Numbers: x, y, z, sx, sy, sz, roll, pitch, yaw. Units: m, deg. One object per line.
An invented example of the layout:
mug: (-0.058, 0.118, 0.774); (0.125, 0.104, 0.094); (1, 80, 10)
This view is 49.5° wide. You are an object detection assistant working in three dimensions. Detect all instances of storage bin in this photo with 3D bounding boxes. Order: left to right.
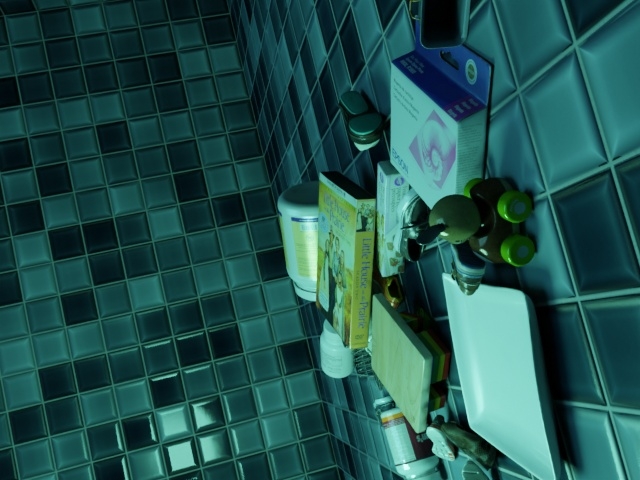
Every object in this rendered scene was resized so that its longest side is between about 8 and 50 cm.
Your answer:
storage bin: (0.201, -0.416, 1.209); (0.091, 0.098, 0.135); (-101, 6, -54)

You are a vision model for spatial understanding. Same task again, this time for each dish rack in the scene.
dish rack: (0.145, 0.358, 2.287); (0.208, 0.074, 0.271); (89, 164, -45)

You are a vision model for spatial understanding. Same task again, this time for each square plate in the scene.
square plate: (0.340, 0.238, 1.305); (0.347, 0.049, 0.344); (-167, 66, -77)

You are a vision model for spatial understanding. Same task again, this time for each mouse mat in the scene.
mouse mat: (0.271, 0.261, 1.759); (0.152, 0.007, 0.190); (-128, 29, -65)

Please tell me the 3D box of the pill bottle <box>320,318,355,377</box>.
pill bottle: (0.064, 0.386, 2.550); (0.131, 0.131, 0.229); (-115, 18, -47)

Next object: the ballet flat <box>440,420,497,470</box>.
ballet flat: (0.335, 0.448, 1.549); (0.084, 0.058, 0.250); (41, 174, -3)

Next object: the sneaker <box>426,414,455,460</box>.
sneaker: (0.310, 0.490, 1.723); (0.061, 0.065, 0.158); (10, 140, 31)

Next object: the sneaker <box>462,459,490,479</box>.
sneaker: (0.361, 0.544, 1.507); (0.152, 0.053, 0.061); (61, -169, 5)

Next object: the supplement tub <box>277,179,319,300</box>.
supplement tub: (0.000, 0.000, 2.194); (0.241, 0.241, 0.331); (-125, 25, -62)

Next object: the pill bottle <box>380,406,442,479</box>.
pill bottle: (0.250, 0.560, 1.879); (0.121, 0.121, 0.221); (111, 144, -69)

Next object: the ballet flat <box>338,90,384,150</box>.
ballet flat: (0.111, -0.293, 1.767); (0.280, 0.095, 0.096); (-102, -4, -56)

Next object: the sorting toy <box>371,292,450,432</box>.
sorting toy: (0.225, 0.294, 1.736); (0.255, 0.089, 0.257); (-128, 29, -49)

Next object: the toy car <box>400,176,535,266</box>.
toy car: (0.238, -0.021, 1.175); (0.155, 0.188, 0.149); (-137, 36, -70)

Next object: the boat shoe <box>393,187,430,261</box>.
boat shoe: (0.216, -0.029, 1.568); (0.076, 0.080, 0.228); (51, 153, 28)

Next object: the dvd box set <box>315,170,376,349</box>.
dvd box set: (0.063, 0.045, 1.919); (0.307, 0.062, 0.420); (-133, 42, -63)

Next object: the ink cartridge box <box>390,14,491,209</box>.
ink cartridge box: (0.220, -0.231, 1.353); (0.324, 0.071, 0.330); (-118, 18, -54)

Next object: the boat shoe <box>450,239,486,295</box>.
boat shoe: (0.266, 0.046, 1.274); (0.183, 0.066, 0.066); (-53, -27, -69)

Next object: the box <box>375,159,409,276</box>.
box: (0.178, -0.051, 1.735); (0.067, 0.063, 0.324); (-115, 17, -47)

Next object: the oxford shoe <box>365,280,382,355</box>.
oxford shoe: (0.155, 0.261, 2.015); (0.169, 0.130, 0.449); (98, 155, -51)

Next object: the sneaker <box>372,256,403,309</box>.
sneaker: (0.186, 0.110, 1.913); (0.175, 0.064, 0.067); (63, 142, 34)

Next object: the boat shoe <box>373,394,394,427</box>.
boat shoe: (0.211, 0.541, 2.201); (0.183, 0.065, 0.083); (90, 163, -70)
